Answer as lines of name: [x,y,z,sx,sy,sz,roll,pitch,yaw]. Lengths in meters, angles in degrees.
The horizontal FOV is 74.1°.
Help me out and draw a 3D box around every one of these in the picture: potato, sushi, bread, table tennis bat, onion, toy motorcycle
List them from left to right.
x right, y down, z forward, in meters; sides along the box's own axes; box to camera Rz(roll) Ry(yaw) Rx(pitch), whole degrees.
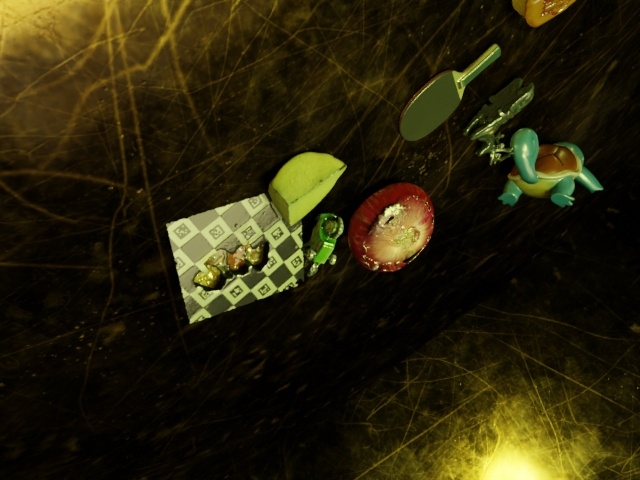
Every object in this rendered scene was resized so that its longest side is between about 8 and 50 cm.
sushi: [-0.171,0.022,0.920,0.289,0.050,0.264,-19,125,-27]
potato: [-0.034,-0.114,0.874,0.149,0.081,0.120,-37,169,-17]
toy motorcycle: [0.000,0.000,1.022,0.074,0.106,0.190,14,131,-25]
onion: [0.178,-0.036,1.099,0.248,0.161,0.248,-30,142,-27]
table tennis bat: [0.286,-0.331,0.950,0.274,0.021,0.154,-41,150,10]
bread: [0.439,-0.489,0.825,0.156,0.086,0.125,-2,140,-41]

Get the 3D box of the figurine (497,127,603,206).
figurine: [0.726,-0.220,1.399,0.416,0.243,0.297,-1,178,-41]

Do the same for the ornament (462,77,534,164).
ornament: [0.496,-0.306,1.148,0.202,0.080,0.236,-43,147,14]
